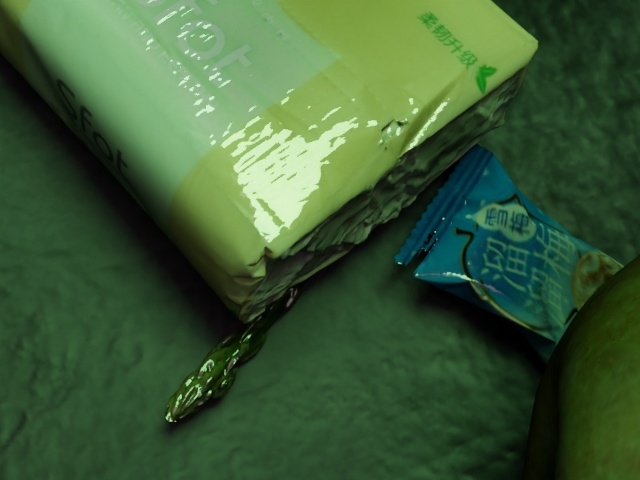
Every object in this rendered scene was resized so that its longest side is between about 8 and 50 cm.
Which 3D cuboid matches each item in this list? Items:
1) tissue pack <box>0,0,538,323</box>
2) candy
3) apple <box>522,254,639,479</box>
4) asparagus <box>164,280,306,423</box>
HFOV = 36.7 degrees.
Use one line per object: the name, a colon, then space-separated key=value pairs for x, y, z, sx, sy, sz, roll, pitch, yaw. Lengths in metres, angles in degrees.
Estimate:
tissue pack: x=-0.037 y=-0.099 z=0.457 sx=0.186 sy=0.090 sz=0.222 roll=-36 pitch=76 yaw=-20
candy: x=0.109 y=0.021 z=0.487 sx=0.136 sy=0.038 sz=0.088 roll=39 pitch=58 yaw=-4
apple: x=0.200 y=0.094 z=0.370 sx=0.234 sy=0.257 sz=0.257 roll=5 pitch=73 yaw=8
asparagus: x=0.000 y=0.000 z=0.481 sx=0.233 sy=0.022 sz=0.023 roll=-52 pitch=132 yaw=-21
